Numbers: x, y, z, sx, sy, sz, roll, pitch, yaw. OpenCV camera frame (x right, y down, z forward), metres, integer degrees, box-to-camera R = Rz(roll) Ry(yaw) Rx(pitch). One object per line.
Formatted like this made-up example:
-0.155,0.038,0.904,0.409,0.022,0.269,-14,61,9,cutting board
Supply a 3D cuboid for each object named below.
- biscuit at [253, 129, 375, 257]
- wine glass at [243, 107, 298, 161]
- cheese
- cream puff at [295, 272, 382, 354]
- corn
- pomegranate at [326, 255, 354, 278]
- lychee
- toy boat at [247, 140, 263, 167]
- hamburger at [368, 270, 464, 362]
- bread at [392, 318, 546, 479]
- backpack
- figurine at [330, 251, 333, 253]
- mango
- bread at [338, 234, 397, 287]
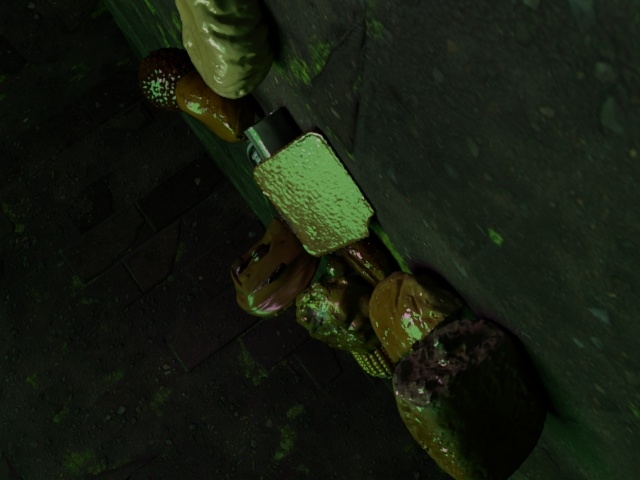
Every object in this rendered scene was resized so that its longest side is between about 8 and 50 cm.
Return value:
-0.012,-0.082,1.210,0.236,0.013,0.232,-24,105,50,biscuit
-0.057,-0.152,1.283,0.231,0.103,0.103,58,172,-13,wine glass
-0.165,-0.350,1.009,0.226,0.117,0.214,57,167,11,cheese
0.070,0.178,1.674,0.281,0.185,0.282,23,155,11,cream puff
0.117,0.264,1.947,0.387,0.144,0.144,53,173,-8,corn
0.053,0.079,1.785,0.073,0.073,0.084,51,-173,20,pomegranate
-0.427,-0.463,1.814,0.200,0.200,0.238,55,158,-9,lychee
-0.171,-0.232,1.760,0.140,0.059,0.066,69,174,-59,toy boat
0.156,0.125,1.102,0.155,0.135,0.208,50,170,10,hamburger
0.221,0.237,0.980,0.246,0.195,0.176,59,164,-24,bread
-0.141,0.077,1.997,0.201,0.354,0.378,42,177,-21,backpack
0.000,0.000,1.691,0.114,0.079,0.114,41,-161,-17,figurine
-0.250,-0.327,1.504,0.249,0.155,0.151,48,134,31,mango
0.101,0.037,1.334,0.193,0.064,0.193,46,173,8,bread
